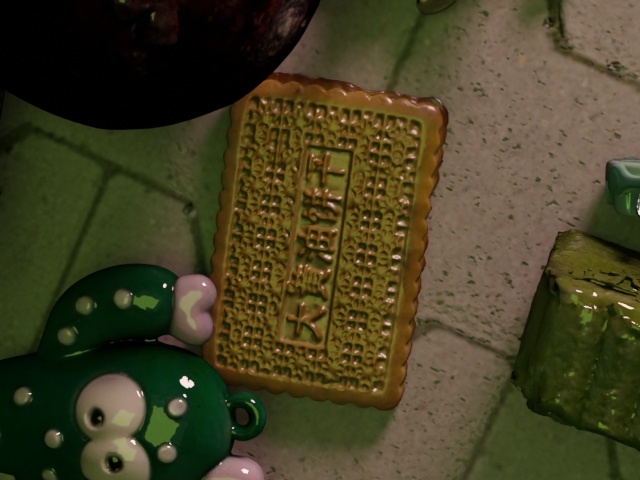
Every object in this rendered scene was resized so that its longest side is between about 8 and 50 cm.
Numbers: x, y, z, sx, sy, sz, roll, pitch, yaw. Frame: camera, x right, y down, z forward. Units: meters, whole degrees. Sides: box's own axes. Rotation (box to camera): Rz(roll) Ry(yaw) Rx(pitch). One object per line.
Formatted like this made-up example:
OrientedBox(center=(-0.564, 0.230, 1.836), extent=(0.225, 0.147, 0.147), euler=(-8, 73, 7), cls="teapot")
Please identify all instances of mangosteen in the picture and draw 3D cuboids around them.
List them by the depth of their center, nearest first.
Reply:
OrientedBox(center=(-0.151, -0.224, 1.332), extent=(0.313, 0.297, 0.297), euler=(17, 99, 44), cls="mangosteen")

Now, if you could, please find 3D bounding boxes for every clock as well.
OrientedBox(center=(0.258, -0.037, 1.360), extent=(0.101, 0.135, 0.041), euler=(3, 96, 10), cls="clock")

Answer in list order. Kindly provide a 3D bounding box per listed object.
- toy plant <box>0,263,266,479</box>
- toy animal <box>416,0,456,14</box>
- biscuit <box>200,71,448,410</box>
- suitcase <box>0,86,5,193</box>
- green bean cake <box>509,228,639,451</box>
OrientedBox(center=(-0.157, 0.145, 1.456), extent=(0.243, 0.112, 0.232), euler=(-28, 89, 16), cls="toy plant")
OrientedBox(center=(0.087, -0.240, 1.401), extent=(0.219, 0.103, 0.101), euler=(-18, 69, 13), cls="toy animal")
OrientedBox(center=(0.000, 0.000, 1.460), extent=(0.172, 0.029, 0.254), euler=(9, 96, 9), cls="biscuit")
OrientedBox(center=(-0.414, -0.109, 1.437), extent=(0.339, 0.188, 0.345), euler=(1, 93, 10), cls="suitcase")
OrientedBox(center=(0.245, 0.080, 1.336), extent=(0.200, 0.214, 0.113), euler=(20, 104, 7), cls="green bean cake")
